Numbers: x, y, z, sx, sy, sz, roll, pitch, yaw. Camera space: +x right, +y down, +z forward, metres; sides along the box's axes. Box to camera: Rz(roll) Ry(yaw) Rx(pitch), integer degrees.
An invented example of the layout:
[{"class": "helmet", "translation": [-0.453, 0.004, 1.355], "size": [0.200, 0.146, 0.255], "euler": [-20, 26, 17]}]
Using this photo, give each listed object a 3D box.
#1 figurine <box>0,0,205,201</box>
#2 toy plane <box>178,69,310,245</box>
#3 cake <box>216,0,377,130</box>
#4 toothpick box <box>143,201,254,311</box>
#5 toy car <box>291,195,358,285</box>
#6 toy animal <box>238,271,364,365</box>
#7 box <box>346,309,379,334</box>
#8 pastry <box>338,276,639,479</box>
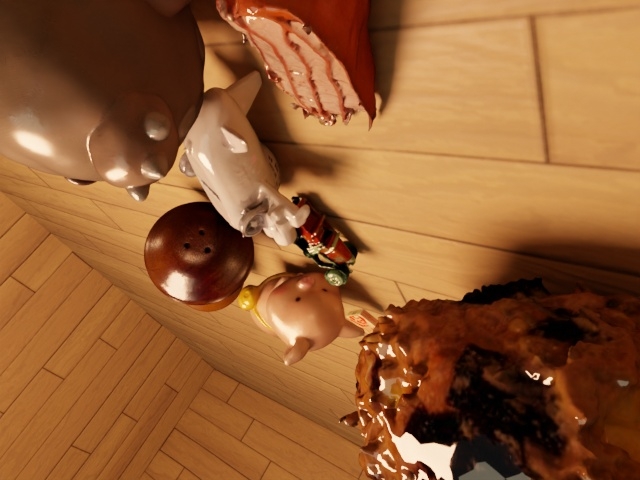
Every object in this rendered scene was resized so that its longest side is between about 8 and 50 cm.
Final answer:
[{"class": "figurine", "translation": [-0.272, -0.174, 0.494], "size": [0.380, 0.248, 0.203], "euler": [7, 174, 33]}, {"class": "toy plane", "translation": [-0.103, -0.098, 0.624], "size": [0.244, 0.117, 0.245], "euler": [44, 164, 17]}, {"class": "cake", "translation": [-0.012, -0.163, 0.398], "size": [0.098, 0.135, 0.287], "euler": [10, 159, 15]}, {"class": "toothpick box", "translation": [-0.225, 0.046, 0.958], "size": [0.192, 0.192, 0.294], "euler": [32, 162, 3]}, {"class": "toy car", "translation": [0.000, 0.000, 0.725], "size": [0.143, 0.073, 0.054], "euler": [43, 137, -19]}, {"class": "toy animal", "translation": [-0.053, 0.127, 0.927], "size": [0.248, 0.165, 0.149], "euler": [20, 131, 59]}, {"class": "box", "translation": [0.102, 0.173, 0.987], "size": [0.093, 0.015, 0.058], "euler": [38, 154, -12]}, {"class": "pastry", "translation": [0.206, 0.190, 0.533], "size": [0.337, 0.292, 0.405], "euler": [9, 168, -11]}]
